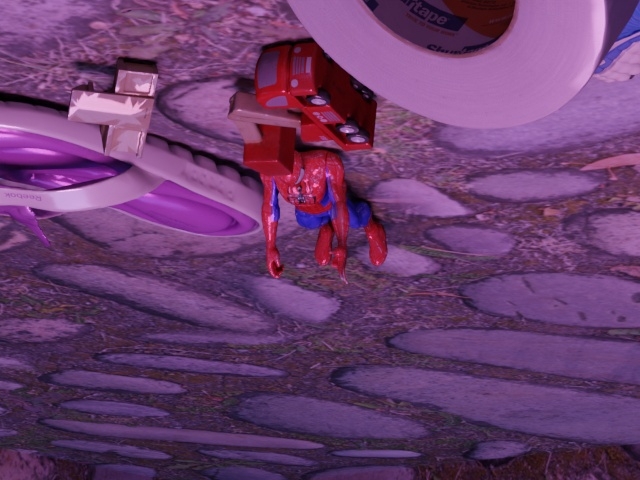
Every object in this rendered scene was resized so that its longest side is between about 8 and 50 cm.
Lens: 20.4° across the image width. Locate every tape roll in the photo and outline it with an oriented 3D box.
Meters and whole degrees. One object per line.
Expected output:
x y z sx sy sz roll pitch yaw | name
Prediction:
0.076 -0.172 1.018 0.219 0.072 0.219 23 142 19 | tape roll

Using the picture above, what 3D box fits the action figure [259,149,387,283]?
0.000 0.000 1.714 0.092 0.139 0.280 -2 160 14 | action figure

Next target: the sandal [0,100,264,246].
-0.230 -0.046 1.645 0.416 0.102 0.169 12 161 -27 | sandal

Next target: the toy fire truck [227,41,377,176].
-0.027 -0.108 1.494 0.135 0.047 0.192 -2 162 23 | toy fire truck

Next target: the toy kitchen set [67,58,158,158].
-0.180 -0.125 1.498 0.068 0.075 0.083 5 124 -16 | toy kitchen set

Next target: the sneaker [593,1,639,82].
0.179 -0.180 1.069 0.147 0.129 0.330 6 164 -18 | sneaker
